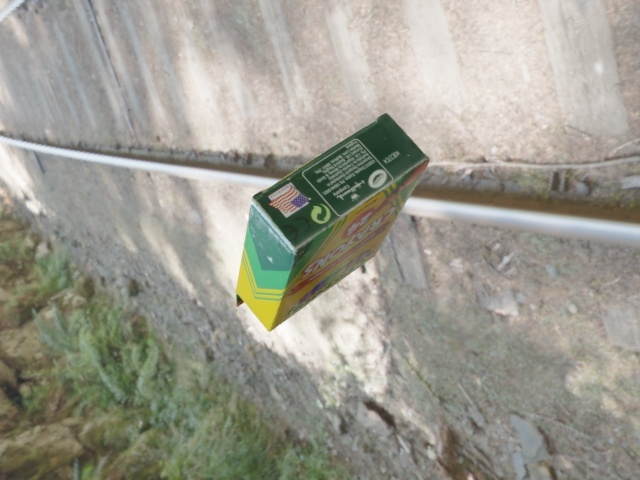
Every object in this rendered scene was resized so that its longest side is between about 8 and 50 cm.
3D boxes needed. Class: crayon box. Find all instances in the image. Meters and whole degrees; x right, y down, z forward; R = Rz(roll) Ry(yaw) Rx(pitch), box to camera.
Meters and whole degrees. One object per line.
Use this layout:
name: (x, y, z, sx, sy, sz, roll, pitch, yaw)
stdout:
crayon box: (0.000, 0.000, 0.873, 0.081, 0.202, 0.318, 49, 157, 13)
